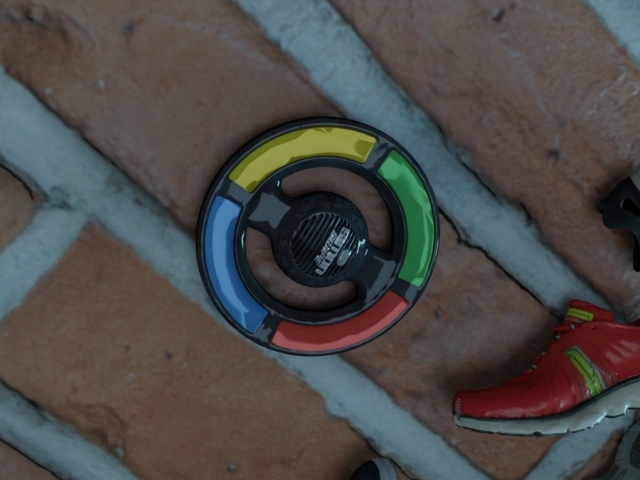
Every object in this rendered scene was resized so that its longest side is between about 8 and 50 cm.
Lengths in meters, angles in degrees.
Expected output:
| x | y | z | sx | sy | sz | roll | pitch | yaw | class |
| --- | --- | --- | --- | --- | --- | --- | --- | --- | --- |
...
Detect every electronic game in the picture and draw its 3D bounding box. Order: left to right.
| x | y | z | sx | sy | sz | roll | pitch | yaw | class |
| --- | --- | --- | --- | --- | --- | --- | --- | --- | --- |
| 0.000 | 0.000 | 0.855 | 0.229 | 0.048 | 0.229 | -4 | 107 | -12 | electronic game |

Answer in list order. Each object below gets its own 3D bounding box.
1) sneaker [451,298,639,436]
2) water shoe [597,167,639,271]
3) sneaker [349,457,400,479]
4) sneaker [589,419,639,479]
| x | y | z | sx | sy | sz | roll | pitch | yaw | class |
| --- | --- | --- | --- | --- | --- | --- | --- | --- | --- |
| 0.255 | 0.121 | 0.937 | 0.278 | 0.107 | 0.118 | -14 | 91 | -11 | sneaker |
| 0.357 | 0.012 | 0.935 | 0.080 | 0.073 | 0.203 | -36 | 108 | 24 | water shoe |
| -0.024 | 0.338 | 0.928 | 0.153 | 0.099 | 0.282 | 13 | 107 | -18 | sneaker |
| 0.363 | 0.275 | 1.008 | 0.232 | 0.090 | 0.115 | -44 | 117 | 13 | sneaker |
